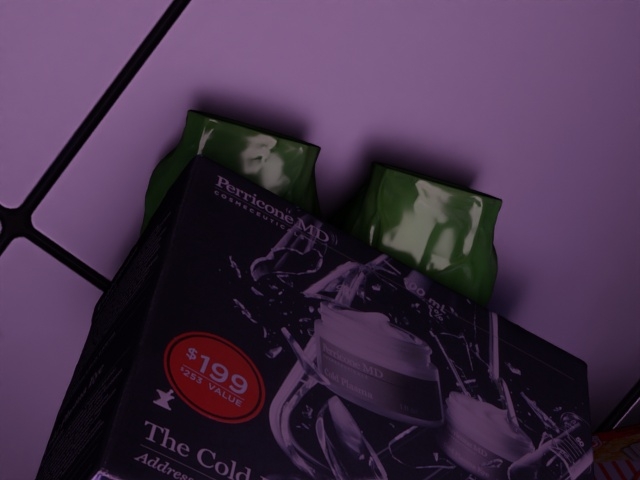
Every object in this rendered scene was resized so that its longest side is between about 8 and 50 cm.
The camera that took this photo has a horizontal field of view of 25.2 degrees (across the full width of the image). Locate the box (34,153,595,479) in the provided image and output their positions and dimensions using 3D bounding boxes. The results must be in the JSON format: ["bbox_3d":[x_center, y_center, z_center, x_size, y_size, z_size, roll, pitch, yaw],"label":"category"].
[{"bbox_3d":[-0.001,0.161,0.955,0.343,0.312,0.179,28,124,-14],"label":"box"}]

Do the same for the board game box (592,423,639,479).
[{"bbox_3d":[0.291,0.200,1.130,0.146,0.193,0.045,-12,106,-2],"label":"board game box"}]

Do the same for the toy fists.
[{"bbox_3d":[0.000,0.000,1.109,0.279,0.096,0.142,16,96,-7],"label":"toy fists"}]
